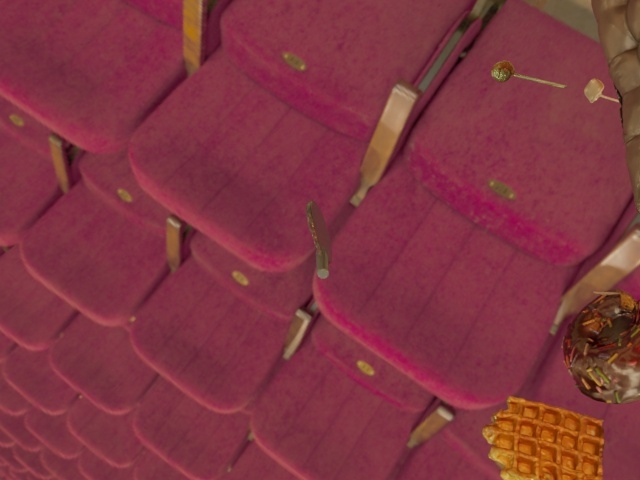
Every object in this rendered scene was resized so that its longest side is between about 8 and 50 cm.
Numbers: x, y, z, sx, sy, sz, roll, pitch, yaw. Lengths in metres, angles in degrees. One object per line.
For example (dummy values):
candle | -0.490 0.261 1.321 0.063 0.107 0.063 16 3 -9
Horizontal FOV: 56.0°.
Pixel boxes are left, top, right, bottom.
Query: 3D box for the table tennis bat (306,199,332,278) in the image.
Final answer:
table tennis bat | 0.000 0.000 0.955 0.019 0.155 0.100 -17 132 10

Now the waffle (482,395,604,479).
waffle | 0.399 0.378 1.094 0.210 0.161 0.055 13 142 9

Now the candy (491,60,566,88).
candy | 0.557 -0.433 1.605 0.202 0.061 0.061 15 143 4

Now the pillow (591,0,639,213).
pillow | 0.414 -0.211 0.670 0.228 0.101 0.327 129 133 -74

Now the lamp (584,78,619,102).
lamp | 0.699 -0.312 1.362 0.198 0.056 0.050 17 127 -7

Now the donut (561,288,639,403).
donut | 0.502 0.166 1.009 0.096 0.216 0.230 45 -175 -11
